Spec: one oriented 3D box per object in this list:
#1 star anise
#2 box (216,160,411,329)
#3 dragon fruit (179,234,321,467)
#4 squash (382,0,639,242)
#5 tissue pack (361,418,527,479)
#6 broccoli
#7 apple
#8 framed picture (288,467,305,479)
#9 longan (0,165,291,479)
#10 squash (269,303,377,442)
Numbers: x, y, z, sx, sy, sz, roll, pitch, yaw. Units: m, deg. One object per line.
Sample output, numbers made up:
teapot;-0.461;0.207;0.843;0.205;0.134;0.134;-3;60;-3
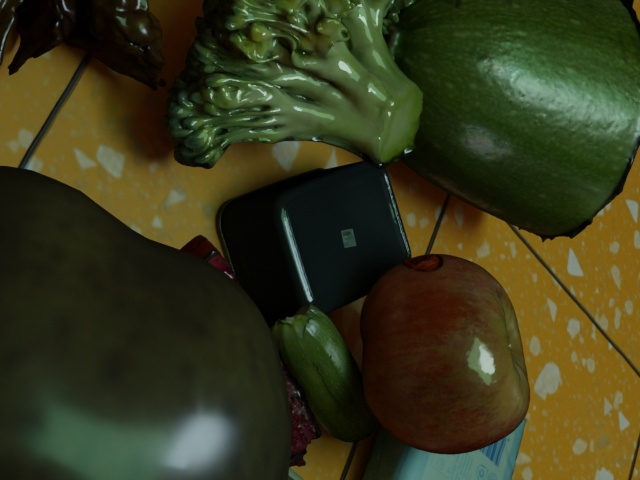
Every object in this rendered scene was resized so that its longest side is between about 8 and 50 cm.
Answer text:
star anise;-0.226;-0.220;1.245;0.237;0.148;0.346;62;32;-12
box;0.000;0.000;1.483;0.201;0.090;0.145;-21;96;-47
dragon fruit;-0.107;0.113;1.309;0.189;0.163;0.262;-91;157;-55
squash;0.167;-0.173;1.611;0.308;0.310;0.310;11;72;-23
tissue pack;0.125;0.275;1.559;0.177;0.089;0.263;40;56;-30
broccoli;-0.009;-0.174;1.380;0.288;0.245;0.248;-61;168;7
apple;0.122;0.116;1.440;0.209;0.164;0.210;-15;90;-76
framed picture;-0.073;0.324;1.262;0.216;0.016;0.273;46;55;-40
longan;-0.212;0.147;1.033;0.404;0.336;0.405;-3;99;-22
squash;0.004;0.137;1.430;0.239;0.069;0.069;61;40;-51
